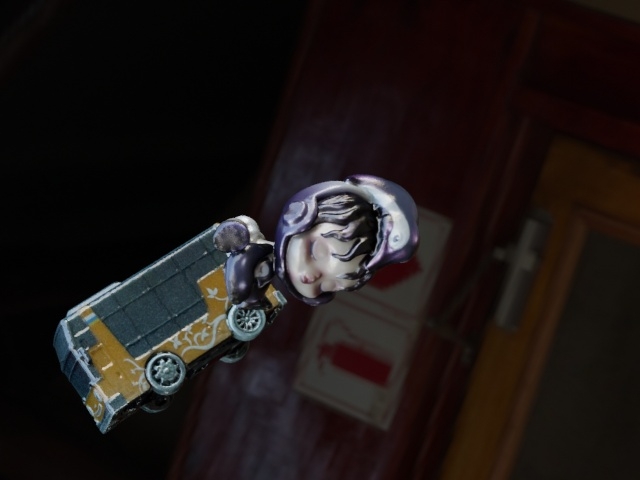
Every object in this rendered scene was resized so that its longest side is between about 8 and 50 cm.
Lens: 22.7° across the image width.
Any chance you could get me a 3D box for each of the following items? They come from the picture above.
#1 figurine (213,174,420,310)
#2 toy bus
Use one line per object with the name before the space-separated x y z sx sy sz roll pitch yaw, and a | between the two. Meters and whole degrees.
figurine | 0.000 0.000 1.753 0.145 0.222 0.145 -11 -90 -89
toy bus | -0.202 0.114 2.068 0.275 0.167 0.138 -34 -8 -22
